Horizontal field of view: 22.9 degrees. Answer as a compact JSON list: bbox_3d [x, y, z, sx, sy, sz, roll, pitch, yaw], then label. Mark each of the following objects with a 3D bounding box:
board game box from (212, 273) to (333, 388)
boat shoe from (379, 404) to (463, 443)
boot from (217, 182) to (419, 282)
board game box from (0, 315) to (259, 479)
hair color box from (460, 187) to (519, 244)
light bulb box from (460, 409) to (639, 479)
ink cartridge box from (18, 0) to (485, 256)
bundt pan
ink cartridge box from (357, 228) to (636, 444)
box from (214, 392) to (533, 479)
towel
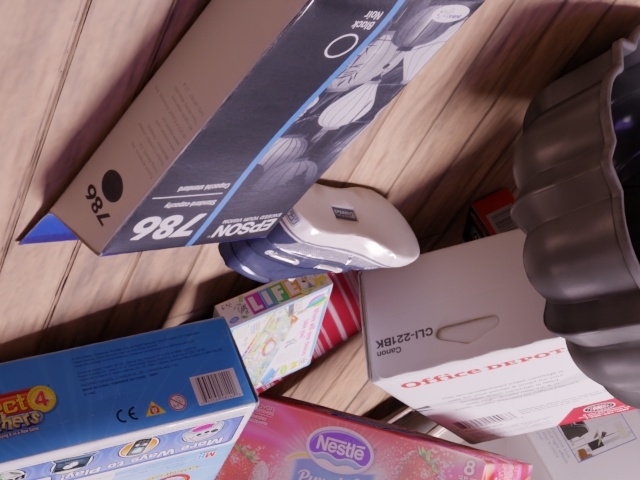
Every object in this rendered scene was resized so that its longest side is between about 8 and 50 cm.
[{"bbox_3d":[-0.049,0.086,1.403,0.103,0.026,0.154,-22,155,-22],"label":"board game box"},{"bbox_3d":[0.092,0.241,1.961,0.335,0.095,0.112,-35,157,0],"label":"boat shoe"},{"bbox_3d":[0.000,0.000,1.307,0.086,0.069,0.190,-33,152,27],"label":"boot"},{"bbox_3d":[-0.240,0.200,1.348,0.308,0.086,0.302,-11,153,-25],"label":"board game box"},{"bbox_3d":[0.173,0.013,1.543,0.043,0.072,0.141,-25,158,-11],"label":"hair color box"},{"bbox_3d":[0.383,0.350,2.375,0.361,0.225,0.358,-16,156,-33],"label":"light bulb box"},{"bbox_3d":[-0.052,-0.075,1.055,0.165,0.065,0.332,-8,151,-47],"label":"ink cartridge box"},{"bbox_3d":[0.270,-0.007,1.321,0.124,0.330,0.331,-19,169,36],"label":"bundt pan"},{"bbox_3d":[0.178,0.094,1.485,0.197,0.114,0.273,-15,156,20],"label":"ink cartridge box"},{"bbox_3d":[0.039,0.252,1.582,0.154,0.300,0.142,19,84,-63],"label":"box"},{"bbox_3d":[-0.064,0.096,1.477,0.275,0.031,0.199,-31,157,-2],"label":"towel"}]
